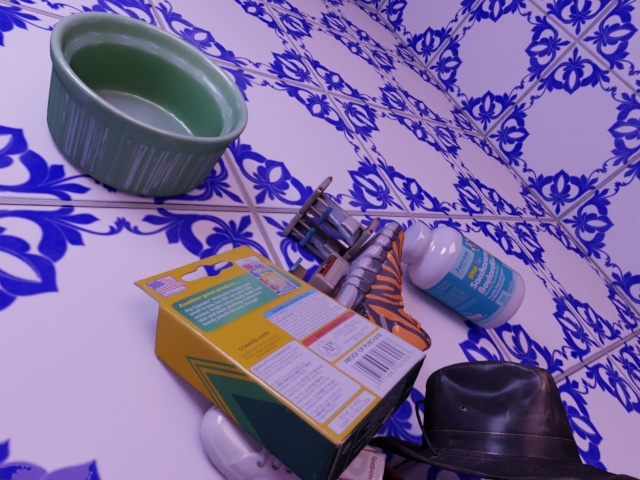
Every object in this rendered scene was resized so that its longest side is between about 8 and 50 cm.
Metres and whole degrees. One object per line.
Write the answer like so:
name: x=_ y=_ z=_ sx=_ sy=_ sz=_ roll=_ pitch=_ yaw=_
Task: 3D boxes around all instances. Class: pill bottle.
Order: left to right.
pill bottle: x=0.291 y=0.067 z=0.995 sx=0.264 sy=0.146 sz=0.146 roll=32 pitch=36 yaw=-12

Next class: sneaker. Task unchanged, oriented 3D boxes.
sneaker: x=0.003 y=0.258 z=0.549 sx=0.290 sy=0.123 sz=0.106 roll=32 pitch=38 yaw=-9
sneaker: x=0.116 y=0.109 z=0.832 sx=0.180 sy=0.124 sz=0.321 roll=42 pitch=46 yaw=-5

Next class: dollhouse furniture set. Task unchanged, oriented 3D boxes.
dollhouse furniture set: x=0.000 y=0.000 z=0.815 sx=0.129 sy=0.129 sz=0.184 roll=40 pitch=35 yaw=-1

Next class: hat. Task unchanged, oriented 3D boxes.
hat: x=0.228 y=0.226 z=0.596 sx=0.331 sy=0.331 sz=0.134 roll=20 pitch=67 yaw=-26

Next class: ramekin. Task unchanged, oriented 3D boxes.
ramekin: x=-0.287 y=-0.215 z=0.767 sx=0.303 sy=0.148 sz=0.304 roll=25 pitch=38 yaw=-21

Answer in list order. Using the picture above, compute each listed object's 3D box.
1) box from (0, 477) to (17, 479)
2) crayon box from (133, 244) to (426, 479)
box: x=-0.271 y=0.235 z=0.282 sx=0.270 sy=0.165 sz=0.143 roll=23 pitch=39 yaw=-23
crayon box: x=-0.057 y=0.131 z=0.594 sx=0.322 sy=0.083 sz=0.203 roll=29 pitch=29 yaw=27
